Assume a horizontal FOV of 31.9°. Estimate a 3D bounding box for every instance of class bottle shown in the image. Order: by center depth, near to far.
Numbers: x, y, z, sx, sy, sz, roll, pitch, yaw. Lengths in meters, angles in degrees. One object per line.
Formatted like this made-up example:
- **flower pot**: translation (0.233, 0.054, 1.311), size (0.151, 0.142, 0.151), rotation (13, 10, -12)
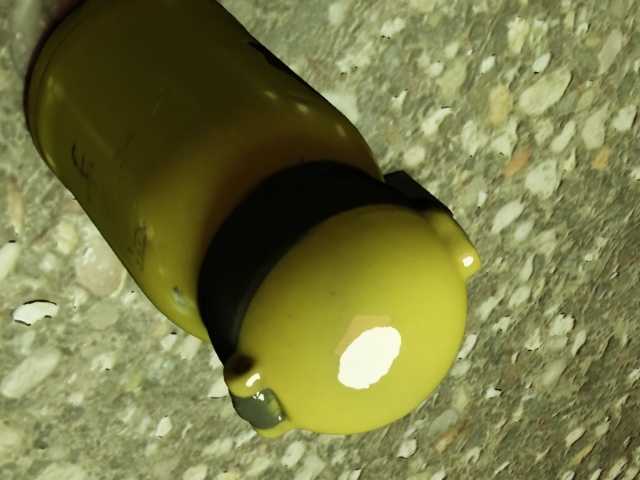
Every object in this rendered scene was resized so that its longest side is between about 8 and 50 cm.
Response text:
- **bottle**: translation (-0.044, -0.020, 0.694), size (0.171, 0.351, 0.172), rotation (-20, 132, -24)

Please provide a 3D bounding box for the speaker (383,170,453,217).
- **speaker**: translation (0.000, 0.000, 0.935), size (0.218, 0.082, 0.044), rotation (-15, 128, -26)
